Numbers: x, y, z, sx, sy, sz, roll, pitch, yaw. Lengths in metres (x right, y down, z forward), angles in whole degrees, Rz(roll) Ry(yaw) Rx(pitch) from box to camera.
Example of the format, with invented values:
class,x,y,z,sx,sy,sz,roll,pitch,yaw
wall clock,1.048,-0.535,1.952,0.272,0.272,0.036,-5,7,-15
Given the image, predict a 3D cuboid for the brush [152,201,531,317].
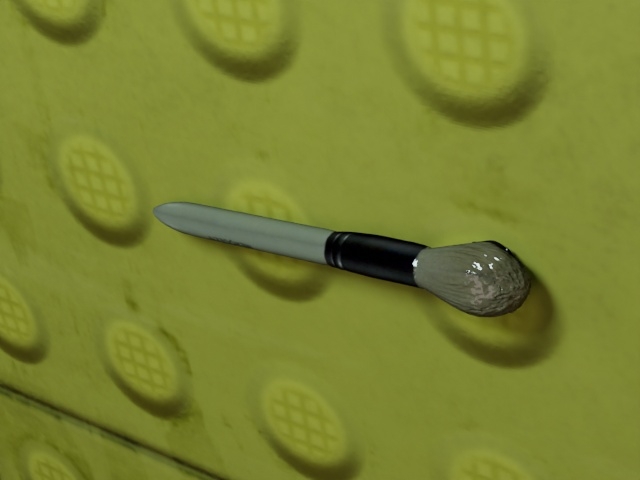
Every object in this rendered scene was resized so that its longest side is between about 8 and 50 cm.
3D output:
class,x,y,z,sx,sy,sz,roll,pitch,yaw
brush,0.000,0.000,0.832,0.299,0.039,0.042,14,124,39
